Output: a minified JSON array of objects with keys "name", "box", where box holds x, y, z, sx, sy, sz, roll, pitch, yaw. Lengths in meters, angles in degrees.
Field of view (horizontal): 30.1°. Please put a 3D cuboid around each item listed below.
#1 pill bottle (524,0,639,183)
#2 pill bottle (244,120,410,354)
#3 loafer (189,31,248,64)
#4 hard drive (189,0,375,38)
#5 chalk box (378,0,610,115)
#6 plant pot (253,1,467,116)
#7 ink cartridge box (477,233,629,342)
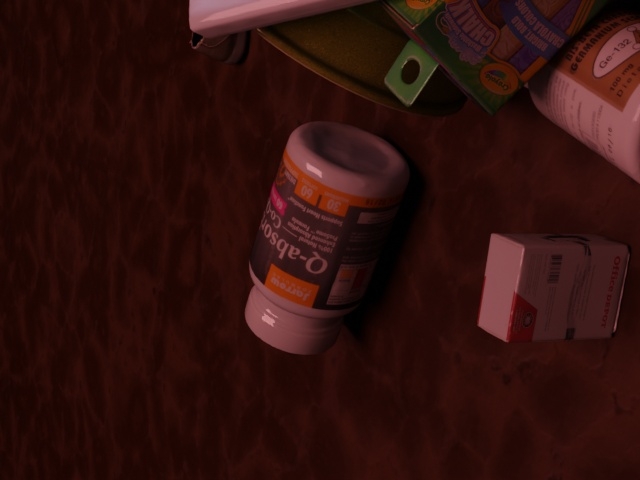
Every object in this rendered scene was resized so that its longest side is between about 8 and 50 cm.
[{"name":"pill bottle","box":[0.271,-0.155,1.120,0.229,0.131,0.131,47,129,47]},{"name":"pill bottle","box":[0.000,0.000,1.534,0.162,0.162,0.278,52,132,45]},{"name":"loafer","box":[-0.160,-0.403,1.854,0.094,0.087,0.251,4,94,58]},{"name":"hard drive","box":[0.013,-0.307,1.069,0.307,0.040,0.203,-5,77,36]},{"name":"chalk box","box":[0.137,-0.216,1.085,0.213,0.132,0.132,-44,36,7]},{"name":"plant pot","box":[0.098,-0.381,1.239,0.353,0.366,0.366,-55,45,27]},{"name":"ink cartridge box","box":[0.232,0.045,1.185,0.056,0.135,0.099,28,114,58]}]
